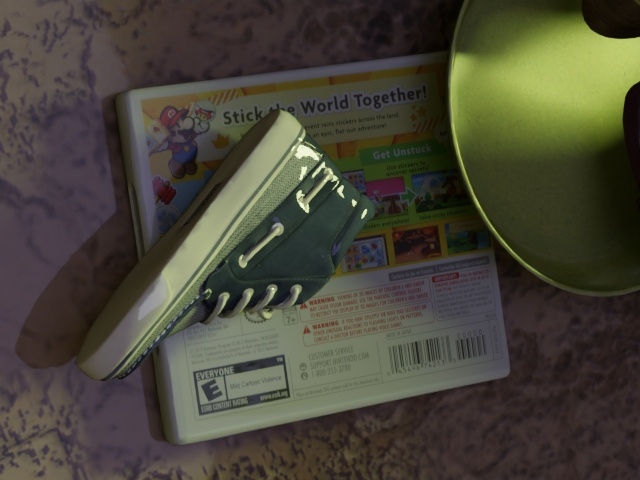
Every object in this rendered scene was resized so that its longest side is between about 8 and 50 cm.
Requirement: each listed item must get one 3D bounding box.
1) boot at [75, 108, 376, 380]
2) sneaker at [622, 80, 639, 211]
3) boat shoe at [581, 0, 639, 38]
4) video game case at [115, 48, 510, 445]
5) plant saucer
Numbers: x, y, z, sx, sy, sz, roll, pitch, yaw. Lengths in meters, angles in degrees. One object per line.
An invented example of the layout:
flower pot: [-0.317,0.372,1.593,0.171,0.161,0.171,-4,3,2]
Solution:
boot: [-0.048,0.021,0.994,0.086,0.069,0.190,44,71,-15]
sneaker: [0.286,-0.098,1.125,0.162,0.106,0.281,43,65,-24]
boat shoe: [0.305,-0.217,1.123,0.342,0.123,0.123,-32,82,-22]
video game case: [0.000,0.000,1.070,0.227,0.026,0.206,-9,94,-24]
plant saucer: [0.164,-0.085,1.126,0.241,0.037,0.241,1,88,-34]
